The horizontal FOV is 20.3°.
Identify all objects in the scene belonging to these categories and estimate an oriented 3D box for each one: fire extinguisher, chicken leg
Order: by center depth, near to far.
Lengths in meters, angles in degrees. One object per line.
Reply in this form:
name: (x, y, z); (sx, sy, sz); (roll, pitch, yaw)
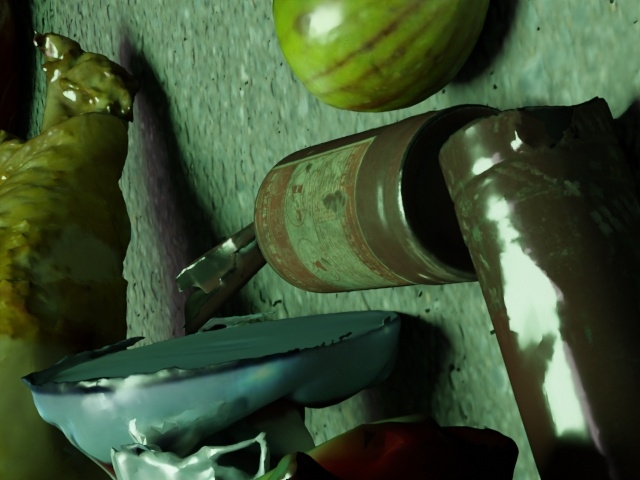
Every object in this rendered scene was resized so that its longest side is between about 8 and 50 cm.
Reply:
fire extinguisher: (0.122, 0.074, 0.655); (0.089, 0.072, 0.268); (-25, 70, 23)
fire extinguisher: (0.000, -0.008, 0.838); (0.252, 0.106, 0.075); (-7, 100, 65)
chicken leg: (-0.168, 0.058, 1.093); (0.295, 0.182, 0.409); (58, -151, -44)

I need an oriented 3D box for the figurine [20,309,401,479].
figurine: (-0.033, 0.241, 0.852); (0.276, 0.248, 0.388); (-5, 96, 41)

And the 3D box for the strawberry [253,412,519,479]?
strawberry: (-0.017, 0.240, 0.589); (0.292, 0.291, 0.310); (-54, 49, 56)

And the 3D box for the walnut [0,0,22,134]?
walnut: (-0.357, -0.120, 1.408); (0.222, 0.244, 0.269); (43, 139, 53)

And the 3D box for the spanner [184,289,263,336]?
spanner: (-0.058, 0.192, 1.101); (0.095, 0.040, 0.325); (-146, 54, -59)

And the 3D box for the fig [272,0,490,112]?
fig: (0.040, -0.110, 0.751); (0.166, 0.093, 0.093); (-32, 69, 59)
